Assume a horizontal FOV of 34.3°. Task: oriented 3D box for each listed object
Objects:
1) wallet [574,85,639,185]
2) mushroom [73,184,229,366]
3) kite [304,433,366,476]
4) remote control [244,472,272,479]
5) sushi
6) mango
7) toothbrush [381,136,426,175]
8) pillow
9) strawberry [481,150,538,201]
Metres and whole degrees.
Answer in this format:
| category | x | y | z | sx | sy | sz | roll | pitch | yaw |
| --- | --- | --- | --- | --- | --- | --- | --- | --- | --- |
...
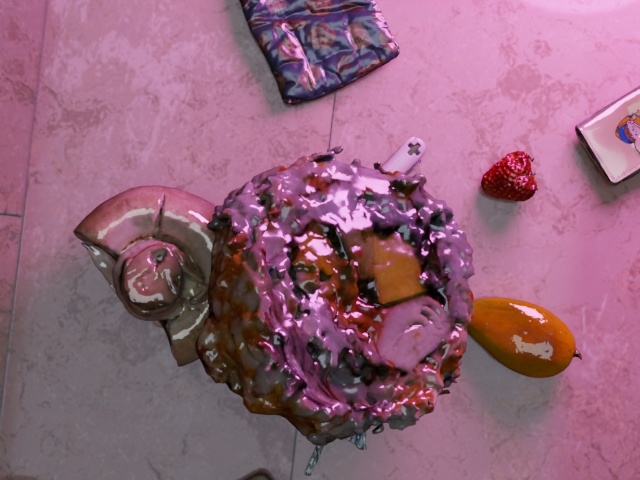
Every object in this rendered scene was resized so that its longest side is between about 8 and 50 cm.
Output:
| category | x | y | z | sx | sy | sz | roll | pitch | yaw |
| --- | --- | --- | --- | --- | --- | --- | --- | --- | --- |
| wallet | 0.462 | -0.160 | 1.510 | 0.155 | 0.039 | 0.110 | -31 | 87 | -2 |
| mushroom | -0.200 | 0.027 | 1.418 | 0.189 | 0.195 | 0.254 | -43 | 93 | -11 |
| kite | 0.008 | 0.272 | 1.515 | 0.137 | 0.005 | 0.153 | 34 | 89 | 1 |
| remote control | -0.156 | 0.430 | 1.496 | 0.233 | 0.038 | 0.098 | -29 | 90 | 0 |
| sushi | 0.033 | 0.065 | 1.360 | 0.417 | 0.176 | 0.418 | 10 | 70 | -28 |
| mango | 0.288 | 0.137 | 1.496 | 0.187 | 0.066 | 0.101 | 26 | 89 | 7 |
| toothbrush | 0.000 | 0.000 | 1.498 | 0.418 | 0.040 | 0.042 | -44 | 93 | -1 |
| pillow | -0.015 | -0.340 | 1.501 | 0.188 | 0.034 | 0.256 | -23 | 90 | -1 |
| strawberry | 0.272 | -0.088 | 1.493 | 0.083 | 0.073 | 0.073 | -16 | 90 | 12 |
